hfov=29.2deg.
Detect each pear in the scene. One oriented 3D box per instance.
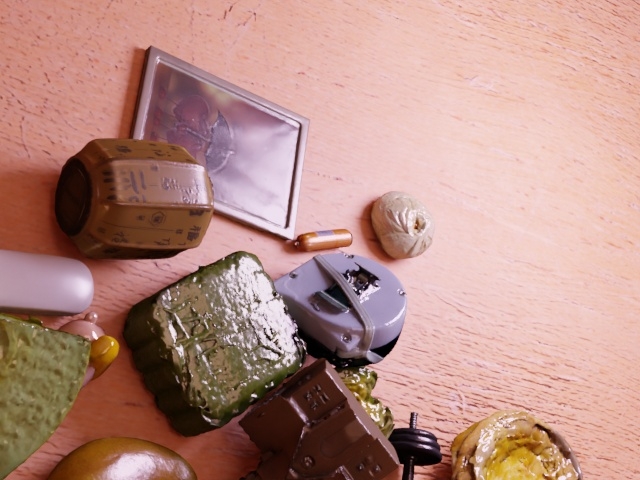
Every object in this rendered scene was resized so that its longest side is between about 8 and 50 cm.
[{"bbox_3d":[-0.437,0.182,1.400,0.288,0.139,0.239,19,79,-37],"label":"pear"}]

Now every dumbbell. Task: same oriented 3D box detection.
[{"bbox_3d":[0.128,0.353,1.802,0.099,0.099,0.208,23,62,-31],"label":"dumbbell"}]

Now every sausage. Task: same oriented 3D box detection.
[{"bbox_3d":[0.000,0.000,1.867,0.107,0.031,0.031,-6,79,-40],"label":"sausage"}]

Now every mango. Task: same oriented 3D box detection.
[{"bbox_3d":[-0.247,0.310,1.524,0.228,0.099,0.136,-3,72,-47],"label":"mango"}]

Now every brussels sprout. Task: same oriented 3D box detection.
[{"bbox_3d":[0.020,0.254,1.755,0.181,0.100,0.139,-37,101,-14],"label":"brussels sprout"}]

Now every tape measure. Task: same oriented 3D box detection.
[{"bbox_3d":[0.032,0.096,1.773,0.182,0.107,0.181,29,43,20],"label":"tape measure"}]

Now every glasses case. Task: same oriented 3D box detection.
[{"bbox_3d":[-0.377,0.053,1.538,0.197,0.049,0.076,7,71,-37],"label":"glasses case"}]

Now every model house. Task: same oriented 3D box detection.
[{"bbox_3d":[-0.042,0.301,1.620,0.248,0.176,0.181,-38,89,1],"label":"model house"}]

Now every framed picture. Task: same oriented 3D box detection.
[{"bbox_3d":[-0.146,-0.138,1.810,0.290,0.020,0.211,23,63,-31],"label":"framed picture"}]

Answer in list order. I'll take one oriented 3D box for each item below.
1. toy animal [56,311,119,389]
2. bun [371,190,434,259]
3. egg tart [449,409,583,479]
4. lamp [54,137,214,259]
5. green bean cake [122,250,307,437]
[{"bbox_3d":[-0.312,0.145,1.550,0.114,0.091,0.082,-43,85,-9],"label":"toy animal"},{"bbox_3d":[0.136,-0.028,1.961,0.115,0.069,0.115,16,64,-35],"label":"bun"},{"bbox_3d":[0.300,0.407,1.921,0.291,0.107,0.290,17,60,-32],"label":"egg tart"},{"bbox_3d":[-0.243,-0.053,1.617,0.185,0.161,0.161,5,72,-37],"label":"lamp"},{"bbox_3d":[-0.142,0.137,1.655,0.214,0.113,0.200,-29,94,-40],"label":"green bean cake"}]
